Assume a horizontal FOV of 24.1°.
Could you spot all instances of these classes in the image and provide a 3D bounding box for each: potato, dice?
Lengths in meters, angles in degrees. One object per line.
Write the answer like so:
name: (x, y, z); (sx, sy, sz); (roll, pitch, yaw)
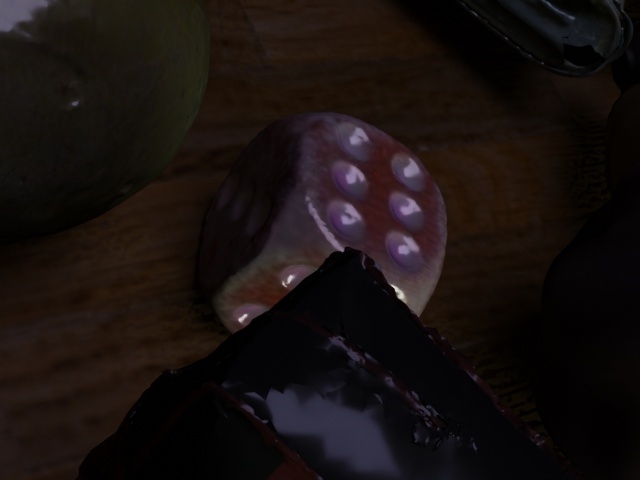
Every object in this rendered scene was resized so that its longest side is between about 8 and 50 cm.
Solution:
potato: (-0.133, -0.099, 0.641); (0.235, 0.160, 0.178); (-94, 168, -51)
dice: (0.000, 0.000, 0.729); (0.094, 0.091, 0.093); (28, 46, -25)

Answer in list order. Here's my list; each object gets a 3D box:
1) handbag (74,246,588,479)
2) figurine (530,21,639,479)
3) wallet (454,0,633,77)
handbag: (-0.012, 0.121, 0.542); (0.169, 0.215, 0.155); (45, 41, 0)
figurine: (0.242, 0.010, 0.859); (0.206, 0.218, 0.365); (13, 40, 12)
wallet: (0.130, -0.252, 1.029); (0.223, 0.077, 0.309); (35, 34, -10)
